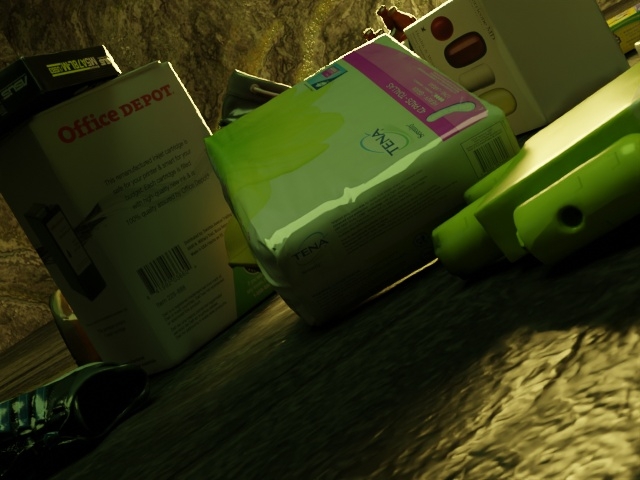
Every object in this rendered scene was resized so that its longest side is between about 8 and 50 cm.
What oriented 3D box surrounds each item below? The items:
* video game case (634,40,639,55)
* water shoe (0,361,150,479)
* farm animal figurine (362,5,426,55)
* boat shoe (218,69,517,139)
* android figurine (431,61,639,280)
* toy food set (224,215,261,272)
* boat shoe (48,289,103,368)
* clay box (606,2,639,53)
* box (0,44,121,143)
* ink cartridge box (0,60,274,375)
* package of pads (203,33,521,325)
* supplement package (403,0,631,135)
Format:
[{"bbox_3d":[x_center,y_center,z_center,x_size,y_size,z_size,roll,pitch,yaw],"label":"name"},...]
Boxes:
[{"bbox_3d":[0.512,-0.289,1.206,0.206,0.026,0.227,-29,6,1],"label":"video game case"},{"bbox_3d":[-0.236,0.158,0.847,0.080,0.073,0.203,-20,12,46],"label":"water shoe"},{"bbox_3d":[0.231,-0.290,1.547,0.330,0.172,0.327,-18,48,41],"label":"farm animal figurine"},{"bbox_3d":[0.053,-0.139,1.106,0.335,0.095,0.112,2,3,3],"label":"boat shoe"},{"bbox_3d":[0.200,-0.070,0.651,0.273,0.056,0.248,-35,4,30],"label":"android figurine"},{"bbox_3d":[0.000,0.000,1.005,0.218,0.071,0.128,0,45,41],"label":"toy food set"},{"bbox_3d":[-0.273,0.092,1.331,0.120,0.122,0.324,-27,7,-2],"label":"boat shoe"},{"bbox_3d":[0.410,-0.291,1.553,0.222,0.053,0.127,-27,8,21],"label":"clay box"},{"bbox_3d":[-0.320,-0.131,1.017,0.191,0.045,0.184,-29,9,17],"label":"box"},{"bbox_3d":[-0.194,-0.023,1.095,0.121,0.289,0.211,-23,9,45],"label":"ink cartridge box"},{"bbox_3d":[0.024,-0.067,0.903,0.229,0.101,0.296,-31,29,-3],"label":"package of pads"},{"bbox_3d":[0.249,-0.247,1.295,0.149,0.194,0.203,-33,6,-19],"label":"supplement package"}]
